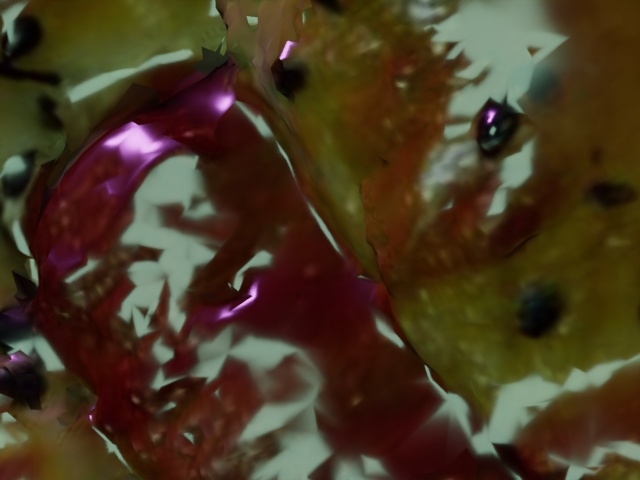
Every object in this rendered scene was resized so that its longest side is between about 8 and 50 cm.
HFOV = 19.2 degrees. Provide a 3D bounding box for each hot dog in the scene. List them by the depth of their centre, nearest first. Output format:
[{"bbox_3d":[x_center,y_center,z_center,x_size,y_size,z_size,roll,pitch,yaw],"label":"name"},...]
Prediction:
[{"bbox_3d":[0.000,0.000,0.542,0.367,0.196,0.365,-21,78,17],"label":"hot dog"}]
